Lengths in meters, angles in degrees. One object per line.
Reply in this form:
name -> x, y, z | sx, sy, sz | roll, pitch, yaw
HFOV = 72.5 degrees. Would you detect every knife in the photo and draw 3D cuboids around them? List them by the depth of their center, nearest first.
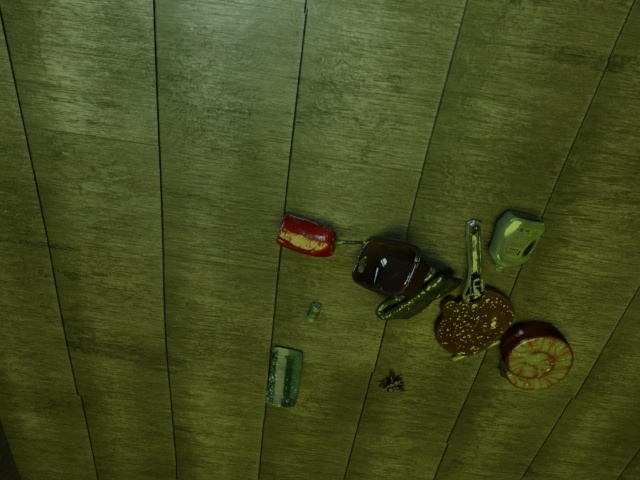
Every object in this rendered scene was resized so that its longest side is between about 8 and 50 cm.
knife -> 0.620, 0.092, 1.763 | 0.089, 0.043, 0.365 | -4, 109, 8

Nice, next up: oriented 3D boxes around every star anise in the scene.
star anise -> 0.368, 0.710, 2.140 | 0.129, 0.056, 0.124 | 33, 115, -14

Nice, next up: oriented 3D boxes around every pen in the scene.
pen -> 0.723, 0.512, 2.026 | 0.233, 0.032, 0.040 | -27, 137, 16

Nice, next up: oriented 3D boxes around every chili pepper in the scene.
chili pepper -> -0.001, 0.001, 1.723 | 0.338, 0.134, 0.131 | 15, 109, -4

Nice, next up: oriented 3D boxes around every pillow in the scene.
pillow -> 0.401, 0.225, 1.785 | 0.326, 0.101, 0.228 | -43, 150, 24

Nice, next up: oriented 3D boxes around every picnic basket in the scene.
picnic basket -> 0.279, 0.120, 1.689 | 0.129, 0.297, 0.222 | 33, 79, -36

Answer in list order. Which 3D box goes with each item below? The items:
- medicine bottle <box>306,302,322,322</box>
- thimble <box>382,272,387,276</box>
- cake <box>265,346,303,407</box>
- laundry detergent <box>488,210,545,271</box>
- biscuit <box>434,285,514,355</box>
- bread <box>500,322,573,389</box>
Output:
medicine bottle -> -0.029, 0.323, 1.956 | 0.047, 0.047, 0.083 | 19, 117, -7
thimble -> 0.292, 0.155, 1.835 | 0.084, 0.062, 0.110 | 30, 117, -16
cake -> -0.166, 0.620, 2.008 | 0.158, 0.283, 0.172 | 9, 103, -2
laundry detergent -> 0.756, 0.016, 1.714 | 0.181, 0.091, 0.253 | 10, 119, -8
biscuit -> 0.658, 0.350, 1.923 | 0.314, 0.063, 0.367 | 33, 115, -10
bread -> 0.968, 0.521, 1.968 | 0.295, 0.114, 0.327 | -7, 117, 8
